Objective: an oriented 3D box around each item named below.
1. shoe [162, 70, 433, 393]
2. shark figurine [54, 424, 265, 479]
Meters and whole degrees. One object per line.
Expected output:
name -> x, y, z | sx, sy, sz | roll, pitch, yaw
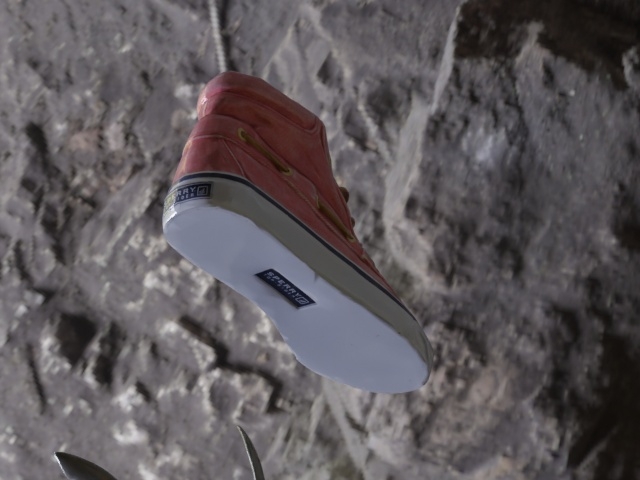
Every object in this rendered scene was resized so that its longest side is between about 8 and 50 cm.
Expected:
shoe -> 0.000, 0.000, 0.551 | 0.063, 0.081, 0.178 | -16, 138, 33
shark figurine -> -0.061, 0.168, 0.723 | 0.278, 0.166, 0.116 | 6, 107, 65
